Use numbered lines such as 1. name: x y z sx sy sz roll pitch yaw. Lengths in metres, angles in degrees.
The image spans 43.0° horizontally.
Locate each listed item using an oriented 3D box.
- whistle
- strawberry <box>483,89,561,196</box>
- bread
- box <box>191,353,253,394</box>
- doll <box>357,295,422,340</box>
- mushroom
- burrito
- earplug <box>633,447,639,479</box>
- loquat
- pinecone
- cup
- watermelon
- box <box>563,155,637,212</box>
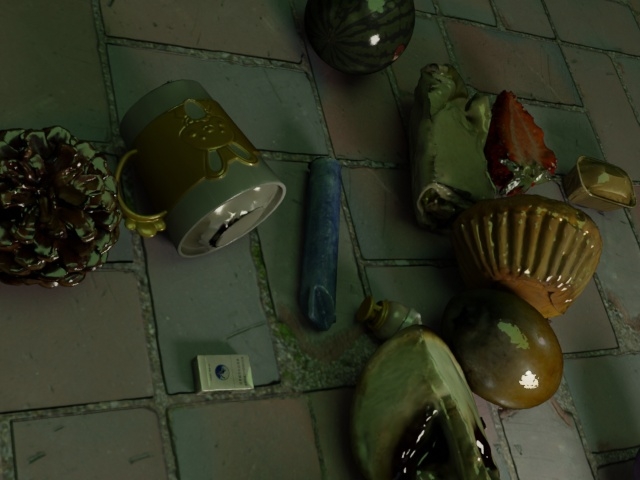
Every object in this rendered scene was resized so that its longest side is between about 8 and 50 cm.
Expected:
1. whistle: 0.000 0.000 1.334 0.062 0.062 0.304 18 56 -24
2. strawberry: 0.378 -0.199 1.671 0.174 0.098 0.228 -5 65 -36
3. bread: 0.353 0.032 1.414 0.274 0.274 0.149 24 61 -21
4. box: -0.140 0.191 1.159 0.083 0.024 0.054 4 65 -33
5. doll: 0.124 0.133 1.340 0.127 0.073 0.084 27 21 -16
6. mushroom: 0.167 0.303 1.243 0.292 0.212 0.217 55 4 20
7. burrito: 0.238 -0.176 1.539 0.190 0.135 0.332 22 53 -26
8. earplug: 0.648 0.537 1.338 0.215 0.215 0.456 4 67 -32
9. loquat: 0.302 0.177 1.362 0.227 0.179 0.179 49 49 -3
10. pinecone: -0.357 -0.051 1.030 0.221 0.221 0.222 16 57 -26
11. cup: -0.200 -0.098 1.183 0.241 0.185 0.226 -23 73 -36
12. watermelon: 0.076 -0.415 1.522 0.212 0.212 0.212 16 57 -26
13. box: 0.618 -0.121 1.779 0.177 0.111 0.111 11 60 -28
